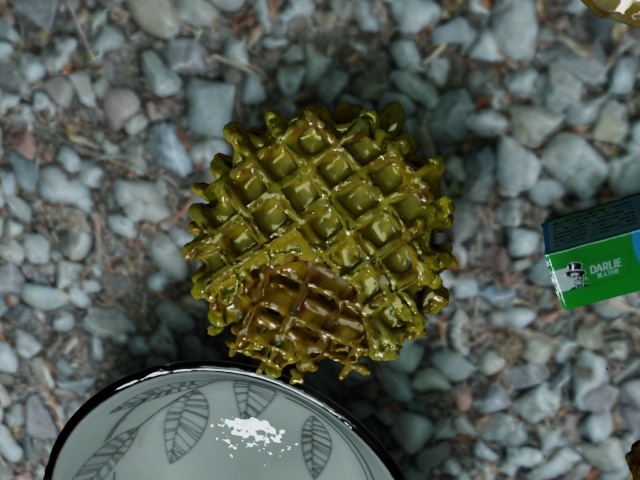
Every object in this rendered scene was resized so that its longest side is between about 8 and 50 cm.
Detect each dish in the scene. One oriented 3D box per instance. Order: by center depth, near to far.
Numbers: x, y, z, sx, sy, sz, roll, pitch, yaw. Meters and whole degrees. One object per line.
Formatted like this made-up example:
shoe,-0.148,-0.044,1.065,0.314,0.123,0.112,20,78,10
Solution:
dish,-0.067,0.212,0.807,0.316,0.106,0.316,4,115,9

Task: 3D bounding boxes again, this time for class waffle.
waffle,0.000,0.000,0.678,0.193,0.070,0.197,-10,83,6

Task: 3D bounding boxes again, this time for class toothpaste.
toothpaste,0.289,-0.020,0.661,0.266,0.065,0.050,-17,112,17

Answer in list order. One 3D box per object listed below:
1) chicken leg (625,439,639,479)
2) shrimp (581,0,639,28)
chicken leg,0.373,0.124,0.671,0.361,0.140,0.211,-31,124,11
shrimp,0.255,-0.327,0.506,0.272,0.085,0.445,15,109,20
